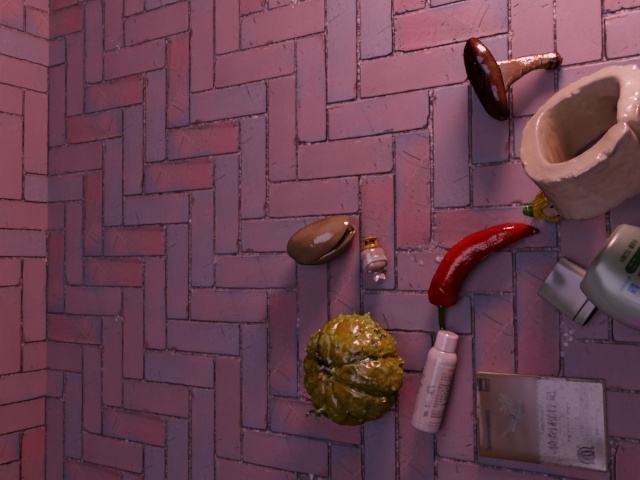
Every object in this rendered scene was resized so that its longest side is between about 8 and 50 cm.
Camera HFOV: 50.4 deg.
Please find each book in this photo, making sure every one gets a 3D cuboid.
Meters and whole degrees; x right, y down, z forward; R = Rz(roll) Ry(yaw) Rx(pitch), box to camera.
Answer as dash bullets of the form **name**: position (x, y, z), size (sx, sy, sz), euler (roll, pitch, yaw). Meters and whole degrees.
- **book**: position (0.537, 0.440, 1.671), size (0.310, 0.021, 0.216), euler (-3, 87, 32)

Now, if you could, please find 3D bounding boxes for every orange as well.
- **orange**: position (0.087, 0.346, 1.847), size (0.300, 0.223, 0.301), euler (-25, 70, 34)

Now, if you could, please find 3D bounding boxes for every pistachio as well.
- **pistachio**: position (0.000, 0.000, 1.972), size (0.226, 0.136, 0.135), euler (-25, 75, 23)

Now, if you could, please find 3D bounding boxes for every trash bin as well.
- **trash bin**: position (0.602, 0.120, 1.617), size (0.130, 0.059, 0.116), euler (39, 108, 29)

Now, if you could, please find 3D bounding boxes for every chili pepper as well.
- **chili pepper**: position (0.382, 0.071, 1.745), size (0.137, 0.092, 0.368), euler (44, 114, 13)

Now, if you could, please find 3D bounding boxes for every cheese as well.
- **cheese**: position (0.593, -0.211, 1.472), size (0.292, 0.153, 0.332), euler (-26, 34, 38)

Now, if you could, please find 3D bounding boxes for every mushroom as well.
- **mushroom**: position (0.481, -0.431, 1.690), size (0.218, 0.148, 0.227), euler (-25, 85, 11)

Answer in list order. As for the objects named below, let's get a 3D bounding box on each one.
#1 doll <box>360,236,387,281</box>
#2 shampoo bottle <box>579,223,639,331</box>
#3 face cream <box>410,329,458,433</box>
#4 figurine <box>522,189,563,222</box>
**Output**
- **doll**: position (0.145, 0.058, 1.911), size (0.084, 0.073, 0.127), euler (142, 119, -61)
- **shampoo bottle**: position (0.753, 0.123, 1.452), size (0.349, 0.151, 0.222), euler (35, 67, 21)
- **face cream**: position (0.305, 0.367, 1.786), size (0.082, 0.082, 0.269), euler (16, 96, 32)
- **figurine**: position (0.571, -0.100, 1.640), size (0.095, 0.115, 0.156), euler (51, 141, -13)
